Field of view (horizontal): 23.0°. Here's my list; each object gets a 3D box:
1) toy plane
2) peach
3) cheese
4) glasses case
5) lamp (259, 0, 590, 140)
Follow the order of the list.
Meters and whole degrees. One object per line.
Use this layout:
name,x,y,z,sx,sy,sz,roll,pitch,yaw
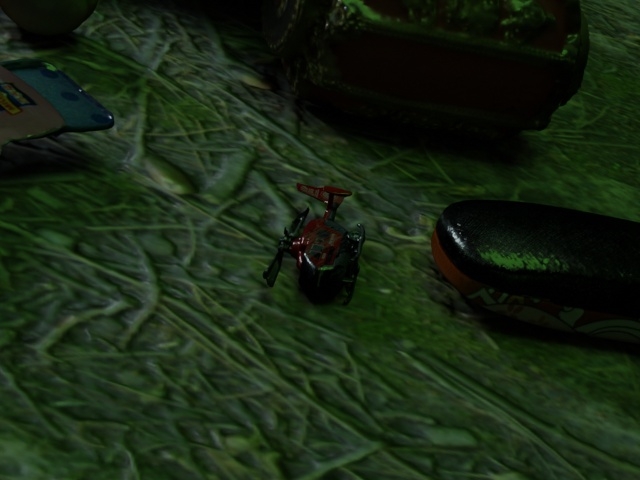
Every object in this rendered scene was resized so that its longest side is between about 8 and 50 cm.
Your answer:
toy plane,0.000,0.000,1.071,0.060,0.037,0.145,11,32,2
peach,-0.215,-0.201,1.234,0.083,0.083,0.083,16,28,-9
cheese,-0.262,-0.084,1.000,0.286,0.074,0.189,-10,42,-46
glasses case,0.206,0.025,1.132,0.267,0.067,0.103,11,31,-20
lamp,0.090,-0.179,1.310,0.274,0.177,0.177,10,30,-23
